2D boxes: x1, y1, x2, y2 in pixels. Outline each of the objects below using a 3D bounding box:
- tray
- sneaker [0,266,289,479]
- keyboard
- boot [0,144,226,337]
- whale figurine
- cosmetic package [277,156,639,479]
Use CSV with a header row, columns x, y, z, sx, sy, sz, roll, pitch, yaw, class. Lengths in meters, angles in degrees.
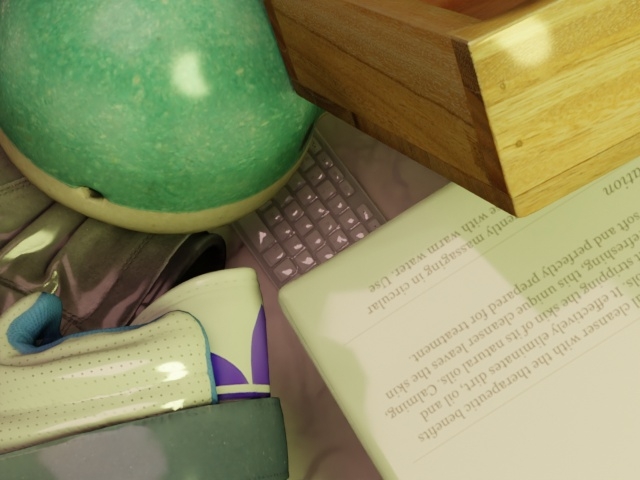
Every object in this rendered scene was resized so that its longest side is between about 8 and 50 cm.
x,y,z,sx,sy,sz,roll,pitch,yaw,class
0.196,-0.153,0.525,0.411,0.076,0.203,-27,27,-13,tray
-0.025,0.134,0.504,0.322,0.130,0.236,12,88,15,sneaker
0.000,0.000,0.676,0.072,0.014,0.256,-37,69,1,keyboard
-0.227,0.072,0.662,0.222,0.118,0.338,40,91,16,boot
-0.066,-0.138,0.642,0.216,0.141,0.272,22,58,0,whale figurine
0.160,0.135,0.513,0.197,0.155,0.366,-31,73,2,cosmetic package
